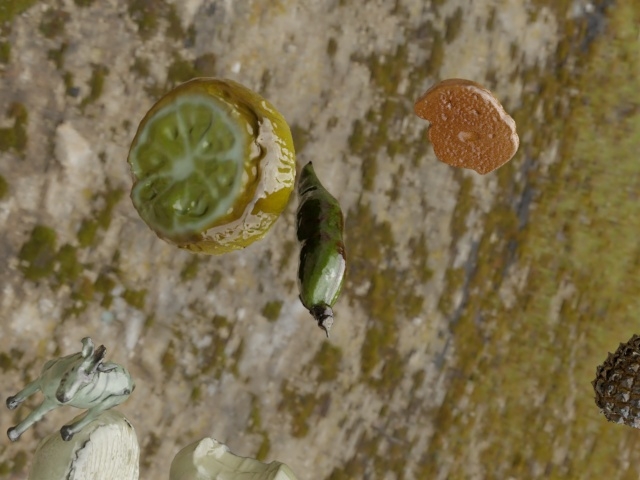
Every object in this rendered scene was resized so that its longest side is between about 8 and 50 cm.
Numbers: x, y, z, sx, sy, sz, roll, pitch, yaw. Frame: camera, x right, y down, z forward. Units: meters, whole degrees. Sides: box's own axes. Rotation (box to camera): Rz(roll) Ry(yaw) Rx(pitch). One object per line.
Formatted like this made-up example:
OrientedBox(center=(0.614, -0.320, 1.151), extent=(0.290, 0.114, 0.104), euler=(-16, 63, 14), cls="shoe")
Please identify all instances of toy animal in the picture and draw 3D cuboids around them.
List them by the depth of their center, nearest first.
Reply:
OrientedBox(center=(-0.276, 0.169, 1.278), extent=(0.176, 0.073, 0.217), euler=(-31, 163, 17), cls="toy animal")

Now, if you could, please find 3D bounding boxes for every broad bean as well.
OrientedBox(center=(0.000, 0.000, 1.501), extent=(0.061, 0.077, 0.339), euler=(33, 31, -25), cls="broad bean")

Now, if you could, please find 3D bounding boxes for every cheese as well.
OrientedBox(center=(-0.062, 0.351, 1.420), extent=(0.082, 0.287, 0.163), euler=(-51, 146, -60), cls="cheese")

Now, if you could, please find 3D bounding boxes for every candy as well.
OrientedBox(center=(-0.159, -0.107, 1.563), extent=(0.118, 0.260, 0.259), euler=(17, 91, -64), cls="candy")

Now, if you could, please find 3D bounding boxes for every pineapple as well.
OrientedBox(center=(0.349, 0.114, 1.057), extent=(0.083, 0.103, 0.221), euler=(-15, 151, -48), cls="pineapple")

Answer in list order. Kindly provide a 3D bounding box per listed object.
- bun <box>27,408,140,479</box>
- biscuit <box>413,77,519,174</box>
OrientedBox(center=(-0.423, 0.409, 1.943), extent=(0.239, 0.141, 0.239), euler=(-43, 139, -52), cls="bun")
OrientedBox(center=(0.164, -0.126, 1.211), extent=(0.130, 0.102, 0.019), euler=(53, 41, -30), cls="biscuit")
